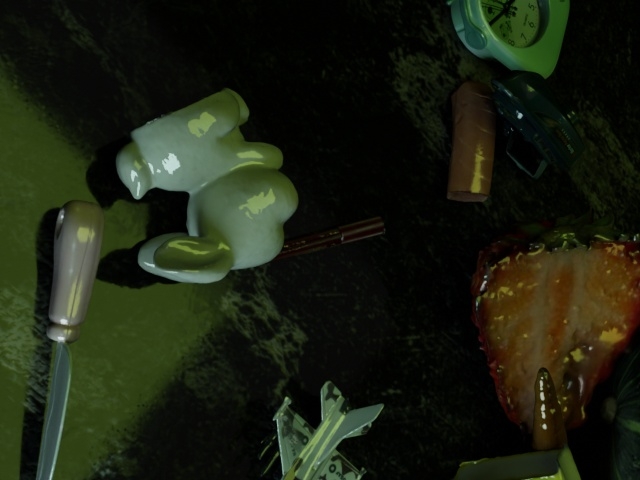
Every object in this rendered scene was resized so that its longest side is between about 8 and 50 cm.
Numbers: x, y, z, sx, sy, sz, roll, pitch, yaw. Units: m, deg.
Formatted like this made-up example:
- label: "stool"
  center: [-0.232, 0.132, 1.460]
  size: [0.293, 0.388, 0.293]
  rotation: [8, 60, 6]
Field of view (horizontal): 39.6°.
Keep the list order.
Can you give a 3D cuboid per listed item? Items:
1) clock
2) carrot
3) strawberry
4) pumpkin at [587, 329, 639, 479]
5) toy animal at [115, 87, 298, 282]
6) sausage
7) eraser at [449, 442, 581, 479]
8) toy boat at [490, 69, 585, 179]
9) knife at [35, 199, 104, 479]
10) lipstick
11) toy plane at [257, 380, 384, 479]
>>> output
- label: "clock"
  center: [0.246, -0.322, 1.221]
  size: [0.210, 0.066, 0.159]
  rotation: [26, 73, -26]
- label: "carrot"
  center: [0.299, 0.312, 1.158]
  size: [0.069, 0.069, 0.336]
  rotation: [-18, 115, -31]
- label: "strawberry"
  center: [0.315, 0.091, 1.184]
  size: [0.253, 0.150, 0.280]
  rotation: [-23, 113, -7]
- label: "pumpkin"
  center: [0.490, 0.253, 1.173]
  size: [0.241, 0.323, 0.323]
  rotation: [22, 74, -4]
- label: "toy animal"
  center: [-0.124, -0.054, 0.941]
  size: [0.178, 0.127, 0.193]
  rotation: [-20, 97, -29]
- label: "sausage"
  center: [0.202, -0.139, 1.184]
  size: [0.065, 0.065, 0.170]
  rotation: [10, 81, -30]
- label: "eraser"
  center: [0.271, 0.380, 1.121]
  size: [0.069, 0.158, 0.226]
  rotation: [-37, 107, -61]
- label: "toy boat"
  center: [0.274, -0.157, 1.160]
  size: [0.103, 0.093, 0.246]
  rotation: [-46, 150, 11]
- label: "knife"
  center: [-0.251, 0.126, 0.876]
  size: [0.043, 0.081, 0.336]
  rotation: [8, 82, -27]
- label: "lipstick"
  center: [0.000, 0.000, 1.071]
  size: [0.176, 0.027, 0.027]
  rotation: [-14, 93, -29]
- label: "toy plane"
  center: [-0.023, 0.261, 1.012]
  size: [0.234, 0.082, 0.160]
  rotation: [-47, 120, -10]
